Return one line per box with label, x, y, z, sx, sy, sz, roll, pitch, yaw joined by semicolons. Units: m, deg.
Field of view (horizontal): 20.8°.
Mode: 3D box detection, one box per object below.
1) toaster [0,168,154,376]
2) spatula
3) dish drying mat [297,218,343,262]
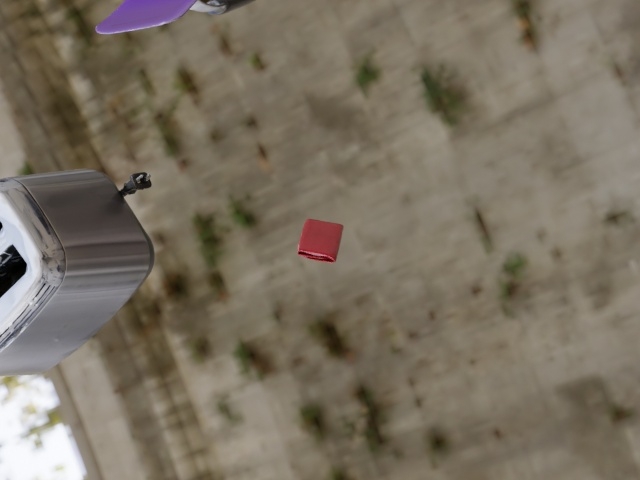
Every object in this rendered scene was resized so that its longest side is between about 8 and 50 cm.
toaster;-0.247;0.026;1.464;0.129;0.227;0.146;57;-154;14
spatula;-0.102;-0.207;1.498;0.296;0.084;0.030;-30;-69;-67
dish drying mat;0.000;0.000;1.375;0.083;0.032;0.008;-76;-5;-72
